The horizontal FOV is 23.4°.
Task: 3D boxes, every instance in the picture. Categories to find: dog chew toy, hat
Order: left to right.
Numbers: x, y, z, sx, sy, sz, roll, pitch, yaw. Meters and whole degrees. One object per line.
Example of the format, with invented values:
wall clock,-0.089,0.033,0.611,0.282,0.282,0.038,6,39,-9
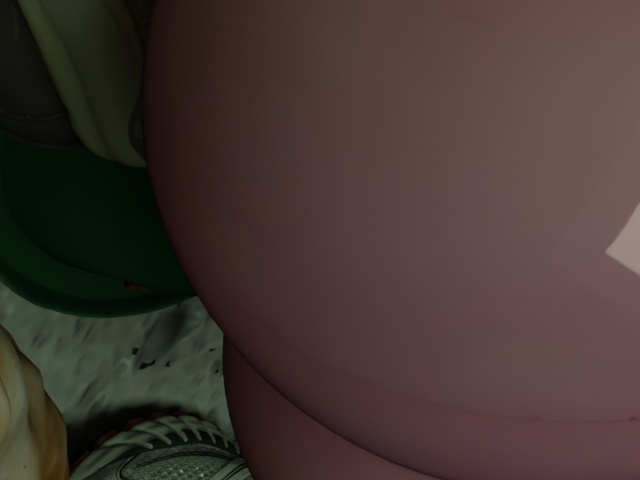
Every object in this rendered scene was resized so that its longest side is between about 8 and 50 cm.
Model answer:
hat,0.000,0.000,0.562,0.208,0.183,0.173,-24,136,-22
dog chew toy,0.058,0.020,0.454,0.206,0.206,0.332,-25,140,-21

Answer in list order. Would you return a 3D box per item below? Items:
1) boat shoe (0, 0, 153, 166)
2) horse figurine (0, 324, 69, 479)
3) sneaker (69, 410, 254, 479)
boat shoe,-0.116,-0.141,0.381,0.130,0.132,0.355,-2,140,9
horse figurine,-0.105,0.018,0.385,0.066,0.174,0.263,-21,154,-5
sneaker,-0.035,0.143,0.717,0.225,0.093,0.088,15,112,-44
